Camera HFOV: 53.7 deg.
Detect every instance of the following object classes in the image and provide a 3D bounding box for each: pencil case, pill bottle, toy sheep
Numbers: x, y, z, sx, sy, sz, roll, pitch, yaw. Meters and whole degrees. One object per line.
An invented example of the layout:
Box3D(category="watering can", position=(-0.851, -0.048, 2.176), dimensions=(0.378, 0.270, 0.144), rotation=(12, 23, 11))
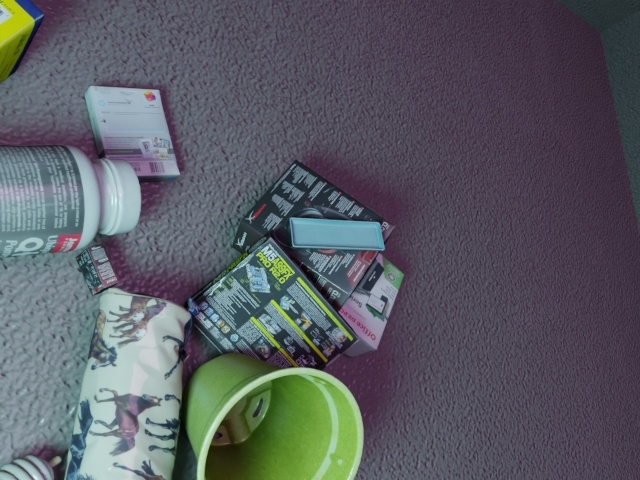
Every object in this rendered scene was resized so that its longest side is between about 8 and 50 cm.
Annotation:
Box3D(category="pencil case", position=(-0.295, 0.288, 1.008), dimensions=(0.184, 0.160, 0.409), rotation=(28, 56, -46))
Box3D(category="pill bottle", position=(-0.460, -0.064, 1.001), dimensions=(0.319, 0.176, 0.176), rotation=(-7, 78, -41))
Box3D(category="toy sheep", position=(-0.433, 0.360, 0.920), dimensions=(0.091, 0.091, 0.132), rotation=(60, 33, -4))

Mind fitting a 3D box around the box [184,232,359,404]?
Box3D(category="box", position=(-0.092, 0.156, 1.214), dimensions=(0.216, 0.060, 0.270), rotation=(-41, 103, 0))

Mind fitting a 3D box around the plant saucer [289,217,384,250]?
Box3D(category="plant saucer", position=(0.032, -0.009, 1.264), dimensions=(0.192, 0.018, 0.067), rotation=(3, 59, -18))

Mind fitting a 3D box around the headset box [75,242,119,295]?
Box3D(category="headset box", position=(-0.384, 0.054, 1.094), dimensions=(0.032, 0.062, 0.083), rotation=(-24, 88, -42))

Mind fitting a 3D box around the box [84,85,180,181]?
Box3D(category="box", position=(-0.365, -0.205, 1.230), dimensions=(0.145, 0.038, 0.186), rotation=(-8, 79, -42))

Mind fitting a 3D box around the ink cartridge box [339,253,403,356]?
Box3D(category="ink cartridge box", position=(0.078, 0.127, 1.427), dimensions=(0.160, 0.093, 0.219), rotation=(40, 52, -20))

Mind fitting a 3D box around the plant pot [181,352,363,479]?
Box3D(category="plant pot", position=(-0.112, 0.309, 1.058), dimensions=(0.276, 0.254, 0.275), rotation=(-5, 99, -29))

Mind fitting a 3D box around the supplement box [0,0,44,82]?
Box3D(category="supplement box", position=(-0.626, -0.273, 0.934), dimensions=(0.195, 0.194, 0.356), rotation=(44, 50, -18))

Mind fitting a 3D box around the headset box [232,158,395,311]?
Box3D(category="headset box", position=(0.000, 0.000, 1.326), dimensions=(0.293, 0.110, 0.218), rotation=(33, 54, 4))
